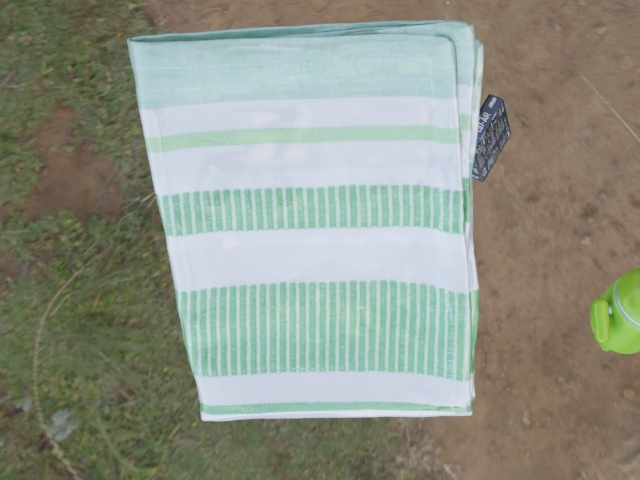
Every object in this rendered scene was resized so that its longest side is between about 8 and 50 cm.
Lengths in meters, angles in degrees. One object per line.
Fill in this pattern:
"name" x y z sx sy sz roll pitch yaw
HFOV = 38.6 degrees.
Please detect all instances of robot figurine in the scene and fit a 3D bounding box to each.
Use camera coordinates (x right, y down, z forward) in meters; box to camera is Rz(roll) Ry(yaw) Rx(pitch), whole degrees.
"robot figurine" 0.312 0.069 0.906 0.101 0.115 0.067 -4 61 -15

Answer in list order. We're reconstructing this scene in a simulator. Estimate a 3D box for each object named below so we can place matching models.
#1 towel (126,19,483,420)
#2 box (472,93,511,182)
"towel" 0.000 0.000 0.696 0.248 0.038 0.325 -2 117 6
"box" 0.178 -0.108 0.980 0.018 0.083 0.067 27 81 24
